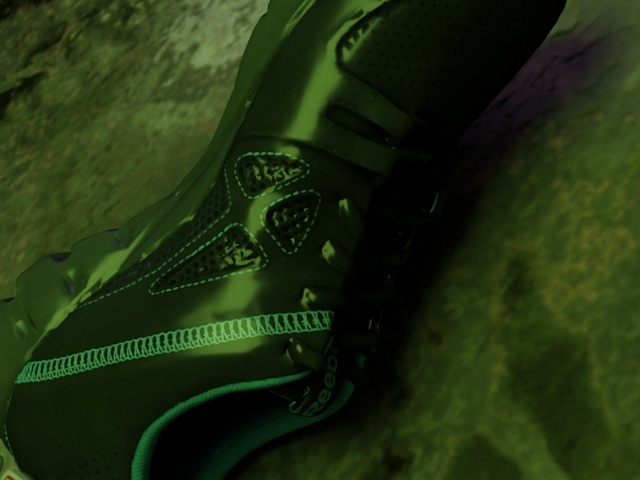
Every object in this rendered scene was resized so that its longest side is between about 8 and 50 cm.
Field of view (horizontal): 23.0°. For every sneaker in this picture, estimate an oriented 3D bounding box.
[{"bbox_3d":[0.000,0.000,0.674,0.341,0.125,0.139,-48,52,11],"label":"sneaker"}]

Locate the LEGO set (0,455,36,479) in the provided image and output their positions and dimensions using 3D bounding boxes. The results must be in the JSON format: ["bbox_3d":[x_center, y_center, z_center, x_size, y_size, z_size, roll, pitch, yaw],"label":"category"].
[{"bbox_3d":[-0.150,0.218,0.648,0.182,0.060,0.244,19,85,52],"label":"LEGO set"}]
